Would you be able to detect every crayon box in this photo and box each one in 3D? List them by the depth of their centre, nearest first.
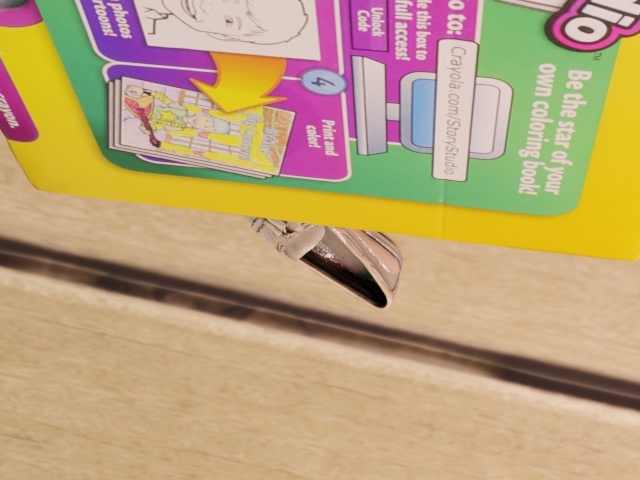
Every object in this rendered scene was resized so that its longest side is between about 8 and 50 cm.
[{"bbox_3d":[0.002,-0.131,0.498,0.313,0.106,0.363,6,153,6],"label":"crayon box"}]

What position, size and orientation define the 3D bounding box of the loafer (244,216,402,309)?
[{"bbox_3d":[0.000,0.000,0.766,0.125,0.039,0.045,31,130,-25],"label":"loafer"}]
